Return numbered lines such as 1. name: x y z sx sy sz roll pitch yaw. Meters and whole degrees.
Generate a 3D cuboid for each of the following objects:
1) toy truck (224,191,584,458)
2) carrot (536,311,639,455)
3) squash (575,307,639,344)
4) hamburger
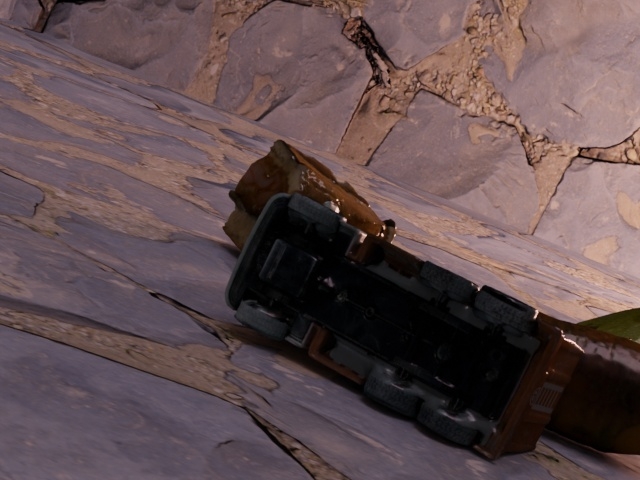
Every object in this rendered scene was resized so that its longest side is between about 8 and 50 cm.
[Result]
1. toy truck: 0.077 0.074 1.501 0.305 0.136 0.162 28 3 26
2. carrot: 0.220 0.125 1.609 0.301 0.114 0.114 20 7 7
3. squash: 0.465 0.124 2.378 0.184 0.085 0.192 20 6 -12
4. hamburger: 0.000 0.000 1.943 0.207 0.135 0.155 33 15 -36
